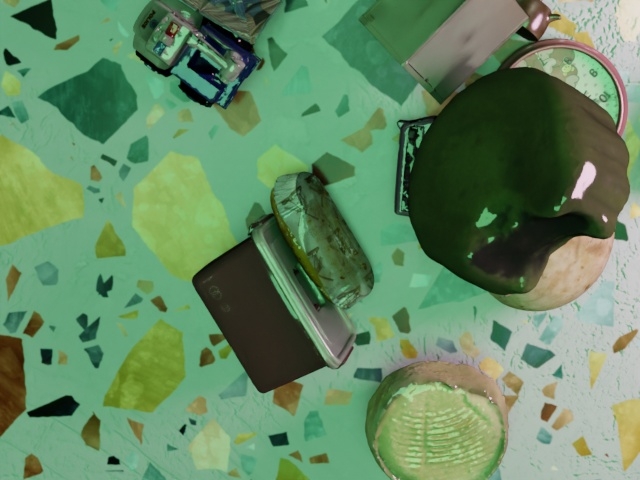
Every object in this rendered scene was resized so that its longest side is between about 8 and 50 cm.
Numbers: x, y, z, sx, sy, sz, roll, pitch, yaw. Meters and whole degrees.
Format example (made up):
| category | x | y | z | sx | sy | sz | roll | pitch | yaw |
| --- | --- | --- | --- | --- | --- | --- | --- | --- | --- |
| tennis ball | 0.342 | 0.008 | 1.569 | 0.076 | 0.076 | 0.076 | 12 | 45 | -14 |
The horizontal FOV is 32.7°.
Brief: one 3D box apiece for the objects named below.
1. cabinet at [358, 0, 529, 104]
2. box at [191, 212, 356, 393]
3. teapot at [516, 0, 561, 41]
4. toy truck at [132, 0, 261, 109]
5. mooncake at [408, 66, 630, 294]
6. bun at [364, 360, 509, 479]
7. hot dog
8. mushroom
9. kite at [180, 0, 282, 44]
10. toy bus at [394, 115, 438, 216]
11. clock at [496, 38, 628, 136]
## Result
| category | x | y | z | sx | sy | sz | roll | pitch | yaw |
| --- | --- | --- | --- | --- | --- | --- | --- | --- | --- |
| cabinet | 0.204 | -0.369 | 1.807 | 0.206 | 0.145 | 0.150 | -44 | 52 | 10 |
| box | -0.084 | 0.116 | 1.929 | 0.167 | 0.193 | 0.294 | -30 | 95 | 16 |
| teapot | 0.351 | -0.389 | 1.856 | 0.121 | 0.076 | 0.068 | 33 | 92 | 29 |
| toy truck | -0.221 | -0.327 | 1.866 | 0.213 | 0.177 | 0.161 | 36 | 103 | -2 |
| mooncake | 0.310 | -0.094 | 1.736 | 0.187 | 0.351 | 0.351 | 20 | 105 | -39 |
| bun | 0.205 | 0.326 | 1.955 | 0.259 | 0.152 | 0.259 | 1 | 112 | 2 |
| hot dog | 0.000 | 0.000 | 1.924 | 0.075 | 0.144 | 0.268 | -21 | 101 | 35 |
| mushroom | 0.394 | 0.009 | 1.881 | 0.189 | 0.195 | 0.253 | 34 | 100 | -35 |
| kite | -0.154 | -0.479 | 1.858 | 0.335 | 0.011 | 0.314 | -11 | 79 | -12 |
| toy bus | 0.177 | -0.130 | 1.909 | 0.098 | 0.087 | 0.178 | 7 | 103 | 11 |
| clock | 0.405 | -0.226 | 1.884 | 0.244 | 0.056 | 0.244 | 1 | 98 | 7 |
